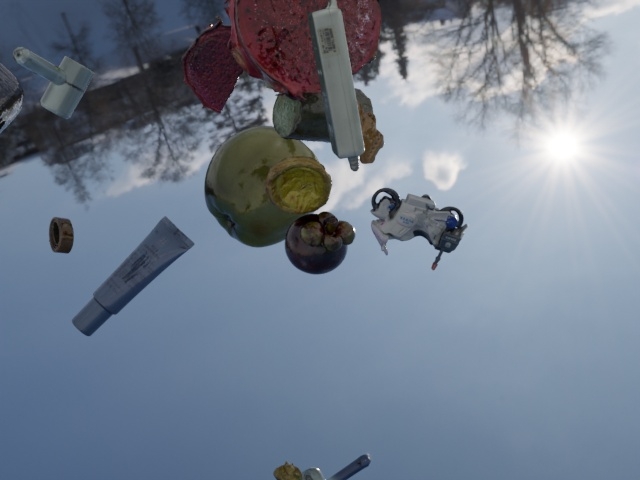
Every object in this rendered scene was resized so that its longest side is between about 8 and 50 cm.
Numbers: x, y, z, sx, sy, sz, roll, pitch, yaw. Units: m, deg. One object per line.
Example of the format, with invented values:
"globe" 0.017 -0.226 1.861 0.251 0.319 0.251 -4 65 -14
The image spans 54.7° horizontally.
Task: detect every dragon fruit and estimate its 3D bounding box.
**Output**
"dragon fruit" -0.056 -0.524 1.501 0.371 0.386 0.249 14 -179 -21
"dragon fruit" -0.283 -0.501 1.664 0.161 0.274 0.126 19 -148 -24

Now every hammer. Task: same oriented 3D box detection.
"hammer" 0.042 0.603 1.575 0.194 0.069 0.116 -33 -119 -2

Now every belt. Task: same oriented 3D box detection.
"belt" -0.567 -0.013 1.360 0.059 0.083 0.036 -33 153 32

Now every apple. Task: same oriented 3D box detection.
"apple" -0.225 -0.209 2.399 0.474 0.473 0.473 -13 -154 6

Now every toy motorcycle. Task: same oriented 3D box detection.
"toy motorcycle" 0.207 -0.027 1.371 0.221 0.150 0.102 15 -158 -4

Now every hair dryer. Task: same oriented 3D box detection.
"hair dryer" -0.384 -0.230 0.868 0.047 0.082 0.137 30 180 15

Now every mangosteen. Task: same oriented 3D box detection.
"mangosteen" 0.000 0.000 1.664 0.200 0.199 0.200 -13 -154 6

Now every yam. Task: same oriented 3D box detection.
"yam" 0.015 -0.347 1.699 0.268 0.161 0.161 -2 -161 -26

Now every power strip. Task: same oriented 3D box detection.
"power strip" 0.033 -0.299 1.228 0.058 0.338 0.098 -14 -161 -5

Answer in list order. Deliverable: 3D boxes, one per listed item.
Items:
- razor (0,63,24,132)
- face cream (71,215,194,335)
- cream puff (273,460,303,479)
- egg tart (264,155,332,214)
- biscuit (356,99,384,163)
"razor" -0.744 -0.309 1.300 0.113 0.204 0.349 -39 -148 12
"face cream" -0.532 0.106 1.738 0.135 0.086 0.385 41 -99 21
"cream puff" -0.070 0.543 1.397 0.083 0.083 0.058 -38 -177 7
"egg tart" -0.059 -0.154 1.664 0.191 0.191 0.074 -12 -141 9
"biscuit" 0.090 -0.270 1.483 0.027 0.184 0.133 0 -141 49
